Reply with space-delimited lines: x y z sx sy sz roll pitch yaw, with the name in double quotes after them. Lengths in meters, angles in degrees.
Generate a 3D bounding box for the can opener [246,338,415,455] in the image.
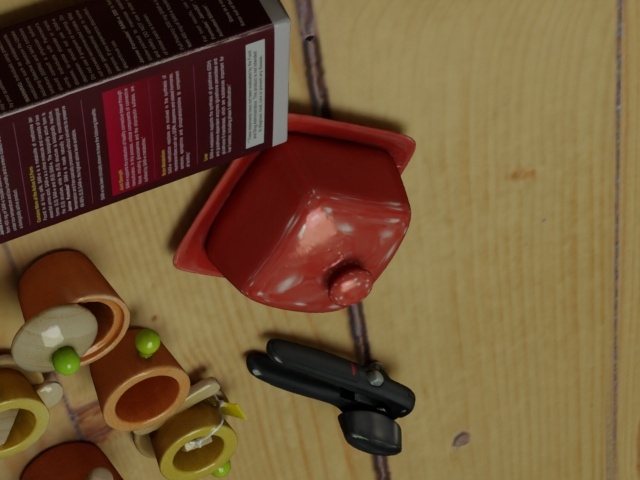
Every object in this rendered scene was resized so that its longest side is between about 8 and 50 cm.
0.014 0.122 1.599 0.059 0.073 0.186 -38 135 21 "can opener"

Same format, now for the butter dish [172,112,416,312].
0.000 0.000 1.397 0.160 0.118 0.160 7 128 -42 "butter dish"

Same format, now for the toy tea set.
-0.171 0.155 1.443 0.200 0.124 0.336 -32 144 -1 "toy tea set"

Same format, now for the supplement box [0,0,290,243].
-0.141 -0.088 1.224 0.239 0.073 0.130 -21 148 -16 "supplement box"
